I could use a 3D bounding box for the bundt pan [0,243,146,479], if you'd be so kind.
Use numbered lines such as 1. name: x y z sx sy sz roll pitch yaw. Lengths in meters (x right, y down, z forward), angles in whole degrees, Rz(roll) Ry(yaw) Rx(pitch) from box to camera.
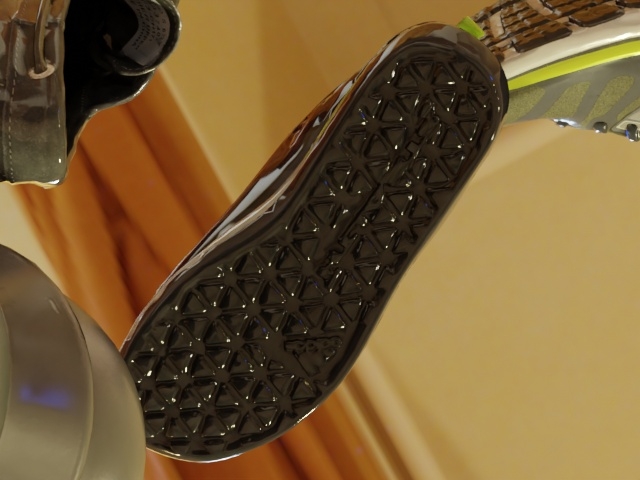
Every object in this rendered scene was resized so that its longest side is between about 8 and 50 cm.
1. bundt pan: -0.193 0.029 0.531 0.124 0.331 0.331 -65 -171 -10

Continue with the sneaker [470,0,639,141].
1. sneaker: 0.185 -0.079 0.898 0.300 0.121 0.111 -12 -159 13

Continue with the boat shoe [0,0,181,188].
1. boat shoe: -0.087 -0.075 0.609 0.076 0.080 0.228 7 -158 5

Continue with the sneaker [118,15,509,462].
1. sneaker: 0.000 0.000 0.773 0.234 0.084 0.097 -47 -170 3
